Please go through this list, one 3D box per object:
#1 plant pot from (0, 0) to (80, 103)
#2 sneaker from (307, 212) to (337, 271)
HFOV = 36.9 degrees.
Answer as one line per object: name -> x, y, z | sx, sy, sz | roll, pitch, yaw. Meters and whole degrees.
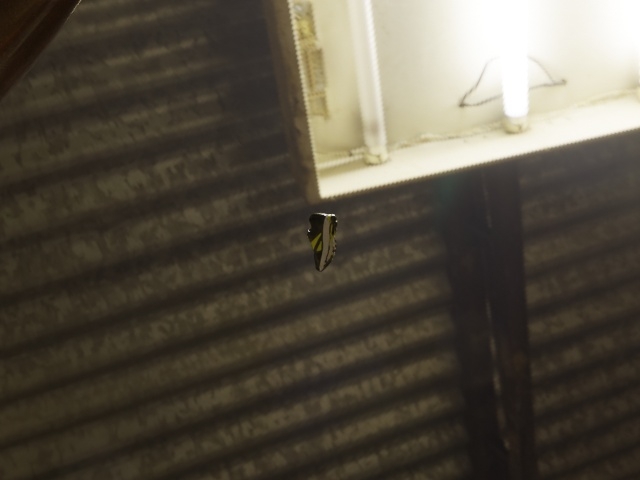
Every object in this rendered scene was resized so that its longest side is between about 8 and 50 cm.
plant pot -> -0.352, -0.217, 0.917 | 0.230, 0.215, 0.215 | -37, -58, -7
sneaker -> 0.000, 0.000, 1.220 | 0.031, 0.035, 0.083 | -39, -38, -54
